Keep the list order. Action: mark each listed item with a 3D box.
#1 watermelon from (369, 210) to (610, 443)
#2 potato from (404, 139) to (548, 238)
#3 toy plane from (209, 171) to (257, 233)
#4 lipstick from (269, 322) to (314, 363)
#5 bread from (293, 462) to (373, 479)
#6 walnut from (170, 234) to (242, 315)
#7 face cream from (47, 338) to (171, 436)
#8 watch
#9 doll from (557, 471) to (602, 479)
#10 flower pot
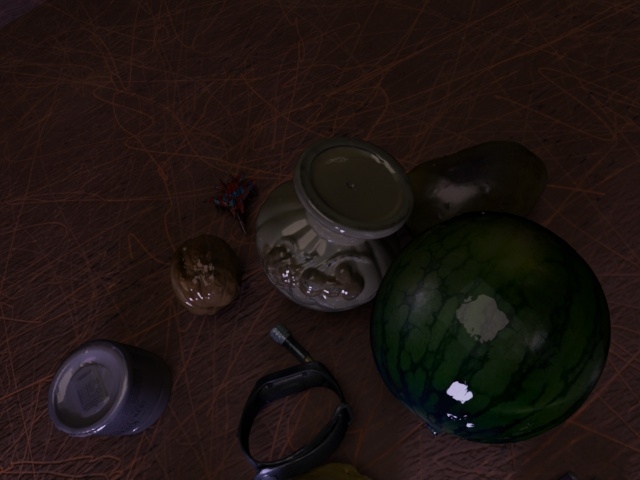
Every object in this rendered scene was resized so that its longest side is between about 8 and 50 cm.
[{"bbox_3d":[0.252,0.133,0.632,0.364,0.363,0.362,-6,63,11],"label":"watermelon"},{"bbox_3d":[0.304,-0.091,0.817,0.308,0.173,0.210,-24,59,4],"label":"potato"},{"bbox_3d":[-0.208,-0.088,1.004,0.130,0.061,0.189,-24,66,1],"label":"toy plane"},{"bbox_3d":[-0.055,0.221,0.830,0.116,0.037,0.037,38,78,23],"label":"lipstick"},{"bbox_3d":[0.004,0.461,0.623,0.197,0.170,0.196,-5,75,18],"label":"bread"},{"bbox_3d":[-0.255,0.070,0.888,0.156,0.155,0.184,-21,60,3],"label":"walnut"},{"bbox_3d":[-0.422,0.300,0.814,0.178,0.153,0.177,-5,65,11],"label":"face cream"},{"bbox_3d":[-0.045,0.321,0.726,0.207,0.068,0.192,-16,37,3],"label":"watch"},{"bbox_3d":[0.347,0.435,0.603,0.228,0.075,0.102,-26,47,-11],"label":"doll"},{"bbox_3d":[0.028,-0.035,0.761,0.308,0.244,0.307,8,55,-11],"label":"flower pot"}]
